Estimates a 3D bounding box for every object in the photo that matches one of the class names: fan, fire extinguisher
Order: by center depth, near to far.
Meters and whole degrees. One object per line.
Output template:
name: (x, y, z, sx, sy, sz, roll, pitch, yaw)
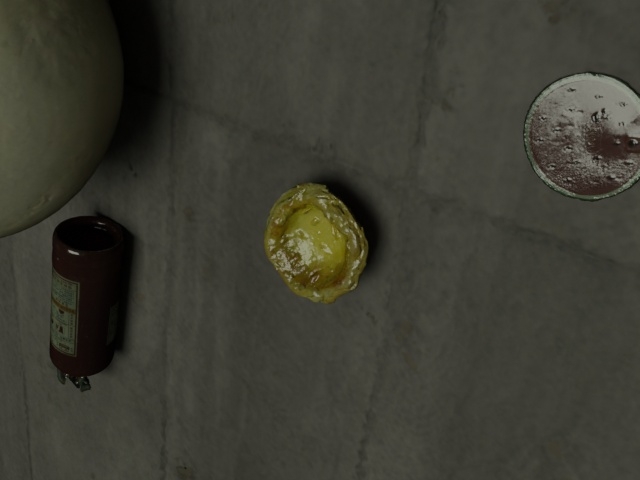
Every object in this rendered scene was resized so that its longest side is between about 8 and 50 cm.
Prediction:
fan: (0.191, -0.062, 0.497, 0.133, 0.005, 0.085, 11, 116, 34)
fire extinguisher: (-0.260, 0.078, 0.863, 0.099, 0.071, 0.231, 53, 139, 42)

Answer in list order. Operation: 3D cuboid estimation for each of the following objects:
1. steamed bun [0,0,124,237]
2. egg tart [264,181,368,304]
steamed bun: (-0.324, -0.141, 0.633, 0.324, 0.206, 0.324, -2, 115, -4)
egg tart: (0.000, 0.000, 0.645, 0.105, 0.039, 0.105, 16, 119, 30)
